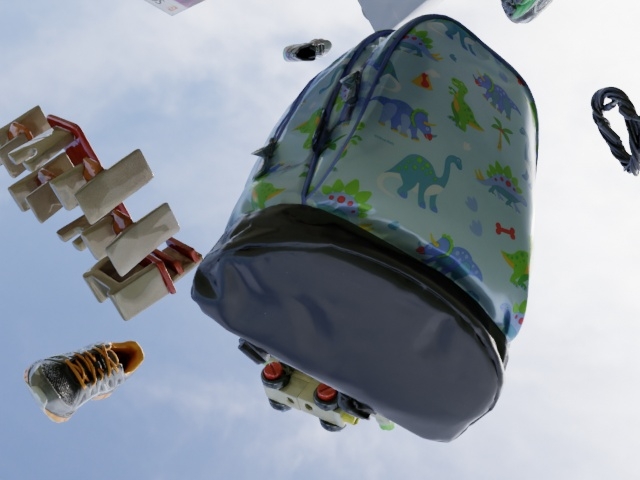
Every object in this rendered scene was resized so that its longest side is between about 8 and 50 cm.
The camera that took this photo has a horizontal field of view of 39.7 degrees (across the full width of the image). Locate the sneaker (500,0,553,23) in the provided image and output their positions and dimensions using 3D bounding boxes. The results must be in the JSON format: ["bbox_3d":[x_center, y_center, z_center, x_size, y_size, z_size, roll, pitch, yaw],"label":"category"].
[{"bbox_3d":[0.346,-0.389,1.060,0.146,0.343,0.134,22,-141,-27],"label":"sneaker"}]

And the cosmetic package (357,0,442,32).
[{"bbox_3d":[0.170,-0.482,1.631,0.107,0.238,0.127,-29,-88,-28],"label":"cosmetic package"}]

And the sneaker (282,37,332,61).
[{"bbox_3d":[-0.010,-0.329,1.548,0.098,0.038,0.069,-21,-159,-24],"label":"sneaker"}]

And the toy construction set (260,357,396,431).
[{"bbox_3d":[0.030,0.204,1.440,0.328,0.151,0.215,2,-141,41],"label":"toy construction set"}]

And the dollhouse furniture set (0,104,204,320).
[{"bbox_3d":[-0.261,-0.042,1.096,0.135,0.259,0.262,-40,-140,-24],"label":"dollhouse furniture set"}]

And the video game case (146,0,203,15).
[{"bbox_3d":[-0.170,-0.406,1.251,0.232,0.210,0.041,-20,-99,18],"label":"video game case"}]

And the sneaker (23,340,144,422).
[{"bbox_3d":[-0.300,0.167,1.136,0.084,0.083,0.215,57,-167,3],"label":"sneaker"}]

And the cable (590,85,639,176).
[{"bbox_3d":[0.556,-0.200,1.653,0.047,0.184,0.150,-32,-129,-6],"label":"cable"}]

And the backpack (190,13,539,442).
[{"bbox_3d":[0.074,-0.045,0.844,0.290,0.273,0.355,33,-148,-14],"label":"backpack"}]
